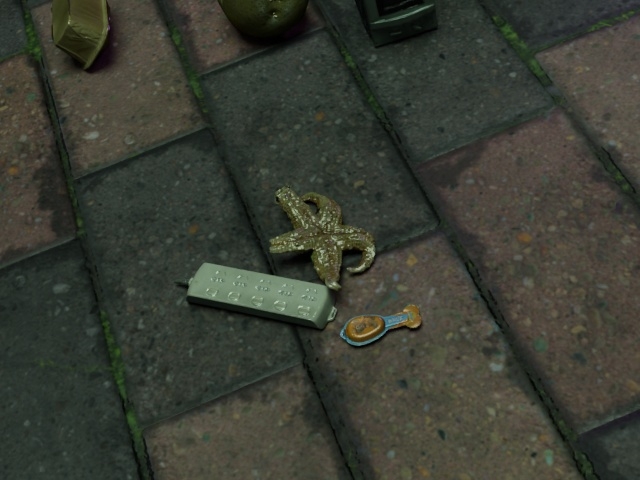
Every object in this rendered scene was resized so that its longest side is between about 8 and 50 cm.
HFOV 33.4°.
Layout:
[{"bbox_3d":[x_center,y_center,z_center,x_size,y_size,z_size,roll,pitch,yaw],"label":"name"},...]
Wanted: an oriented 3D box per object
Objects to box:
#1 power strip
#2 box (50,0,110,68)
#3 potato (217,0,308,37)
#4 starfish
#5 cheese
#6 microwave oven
[{"bbox_3d":[-0.097,0.075,1.495,0.253,0.027,0.060,10,55,21],"label":"power strip"},{"bbox_3d":[-0.421,-0.391,1.905,0.111,0.111,0.177,-15,51,3],"label":"box"},{"bbox_3d":[-0.106,-0.441,1.839,0.157,0.157,0.194,-24,34,-4],"label":"potato"},{"bbox_3d":[-0.001,-0.007,1.511,0.150,0.053,0.209,-11,47,-3],"label":"starfish"},{"bbox_3d":[0.080,0.113,1.425,0.111,0.017,0.047,-15,53,2],"label":"cheese"},{"bbox_3d":[0.105,-0.450,1.738,0.122,0.208,0.162,-17,50,1],"label":"microwave oven"}]
